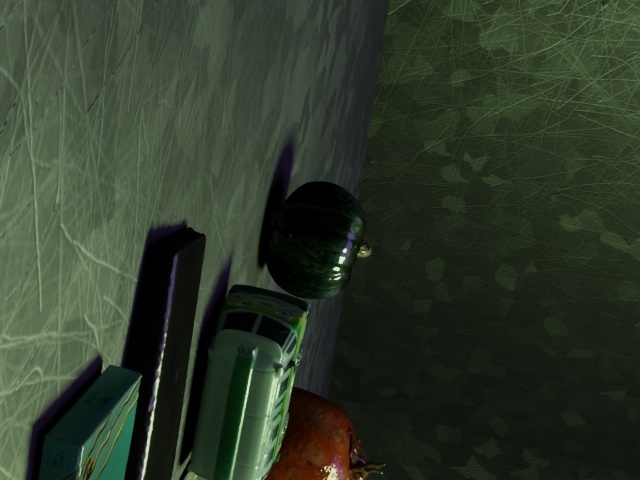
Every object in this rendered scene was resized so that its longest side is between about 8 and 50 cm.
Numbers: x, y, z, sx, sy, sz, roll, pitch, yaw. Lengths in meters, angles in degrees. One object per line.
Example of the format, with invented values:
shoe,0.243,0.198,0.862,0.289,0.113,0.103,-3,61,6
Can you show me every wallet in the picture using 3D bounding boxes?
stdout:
wallet,-0.182,0.150,1.234,0.170,0.044,0.321,-46,145,-80

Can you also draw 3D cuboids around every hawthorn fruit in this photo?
hawthorn fruit,-0.024,0.428,2.122,0.276,0.307,0.276,9,90,-71

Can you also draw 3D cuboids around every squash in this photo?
squash,-0.006,0.000,1.902,0.218,0.172,0.218,-54,167,-18

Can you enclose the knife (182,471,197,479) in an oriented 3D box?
knife,-0.186,0.340,1.727,0.298,0.017,0.047,-62,171,-69

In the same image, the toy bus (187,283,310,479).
toy bus,-0.109,0.222,1.619,0.165,0.133,0.276,-62,164,-68

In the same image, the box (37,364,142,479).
box,-0.227,0.252,1.032,0.162,0.041,0.229,-60,163,-71
